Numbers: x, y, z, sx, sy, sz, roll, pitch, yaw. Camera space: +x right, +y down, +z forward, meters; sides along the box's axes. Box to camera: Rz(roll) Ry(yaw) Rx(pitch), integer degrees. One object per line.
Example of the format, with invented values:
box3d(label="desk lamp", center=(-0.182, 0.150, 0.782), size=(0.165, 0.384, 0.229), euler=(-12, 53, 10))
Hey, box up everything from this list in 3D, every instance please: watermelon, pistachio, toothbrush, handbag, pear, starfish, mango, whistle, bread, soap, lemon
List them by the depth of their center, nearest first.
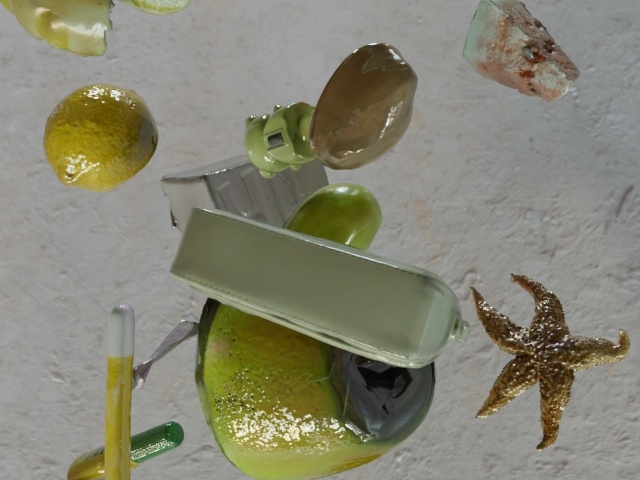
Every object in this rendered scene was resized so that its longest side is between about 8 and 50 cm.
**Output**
box3d(label="toothbrush", center=(-0.127, 0.183, 0.375), size=(0.024, 0.021, 0.288), euler=(0, 90, 0))
box3d(label="handbag", center=(0.007, 0.050, 0.562), size=(0.256, 0.219, 0.079), euler=(16, 84, 22))
box3d(label="pistachio", center=(0.047, -0.145, 0.683), size=(0.113, 0.113, 0.149), euler=(40, 90, 19))
box3d(label="pear", center=(0.031, 0.177, 0.897), size=(0.399, 0.165, 0.399), euler=(5, 82, -39))
box3d(label="bread", center=(-0.347, -0.443, 0.938), size=(0.333, 0.160, 0.333), euler=(4, 76, -18))
box3d(label="starfish", center=(0.382, 0.209, 1.090), size=(0.299, 0.060, 0.302), euler=(17, 72, 22))
box3d(label="watermelon", center=(0.364, -0.331, 1.101), size=(0.094, 0.154, 0.241), euler=(-18, 52, -36))
box3d(label="whistle", center=(-0.052, -0.199, 1.152), size=(0.106, 0.288, 0.131), euler=(-23, 100, -41))
box3d(label="mango", center=(0.004, 0.000, 1.197), size=(0.149, 0.185, 0.273), euler=(43, 85, 19))
box3d(label="lemon", center=(-0.433, -0.206, 1.207), size=(0.204, 0.204, 0.260), euler=(16, 51, 11))
box3d(label="soap", center=(-0.175, -0.078, 1.702), size=(0.435, 0.213, 0.350), euler=(-27, 103, -43))

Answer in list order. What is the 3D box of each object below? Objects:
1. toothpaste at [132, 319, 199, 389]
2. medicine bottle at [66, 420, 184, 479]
box3d(label="toothpaste", center=(-0.365, 0.260, 1.403), size=(0.075, 0.301, 0.048), euler=(-15, 104, 26))
box3d(label="medicine bottle", center=(-0.360, 0.397, 1.130), size=(0.260, 0.095, 0.064), euler=(-27, 85, 24))
